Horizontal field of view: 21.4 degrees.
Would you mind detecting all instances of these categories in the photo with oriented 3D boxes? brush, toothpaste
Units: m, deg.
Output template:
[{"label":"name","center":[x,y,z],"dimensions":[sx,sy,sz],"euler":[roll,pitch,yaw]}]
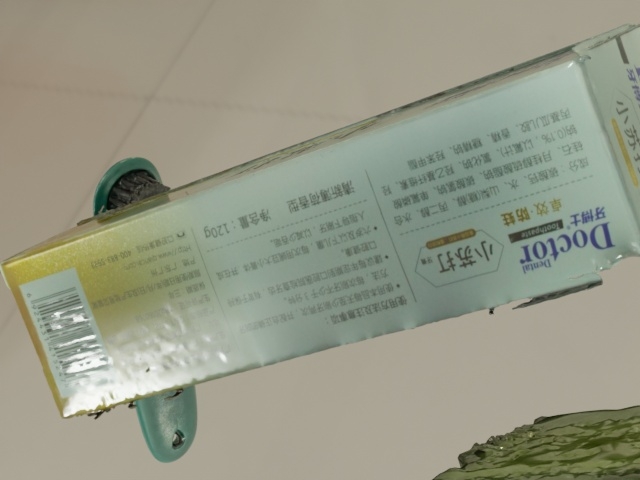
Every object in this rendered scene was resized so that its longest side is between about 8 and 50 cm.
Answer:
[{"label":"brush","center":[-0.081,0.044,0.869],"dimensions":[0.032,0.043,0.193],"euler":[27,137,41]},{"label":"toothpaste","center":[0.000,0.000,0.709],"dimensions":[0.313,0.071,0.089],"euler":[-17,95,36]}]

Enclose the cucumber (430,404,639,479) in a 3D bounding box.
[{"label":"cucumber","center":[0.119,0.060,0.314],"dimensions":[0.211,0.078,0.062],"euler":[-10,99,38]}]
